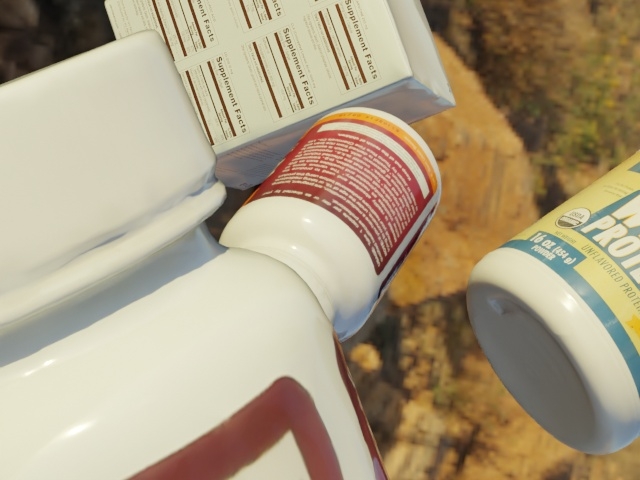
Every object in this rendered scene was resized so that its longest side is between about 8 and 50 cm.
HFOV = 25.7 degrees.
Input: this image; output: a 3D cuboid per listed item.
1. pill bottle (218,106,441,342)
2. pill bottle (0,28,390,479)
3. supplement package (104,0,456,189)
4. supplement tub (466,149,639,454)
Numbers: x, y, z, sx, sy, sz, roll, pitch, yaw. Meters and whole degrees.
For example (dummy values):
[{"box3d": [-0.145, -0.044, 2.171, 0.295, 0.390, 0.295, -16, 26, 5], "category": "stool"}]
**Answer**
[{"box3d": [0.000, 0.000, 0.723, 0.152, 0.086, 0.086, -53, 147, -50], "category": "pill bottle"}, {"box3d": [-0.074, 0.139, 0.516, 0.392, 0.224, 0.224, 69, 25, -10], "category": "pill bottle"}, {"box3d": [-0.025, -0.147, 1.114, 0.194, 0.203, 0.149, 5, 65, -75], "category": "supplement package"}, {"box3d": [0.207, 0.025, 0.881, 0.199, 0.144, 0.144, -34, 142, -17], "category": "supplement tub"}]
